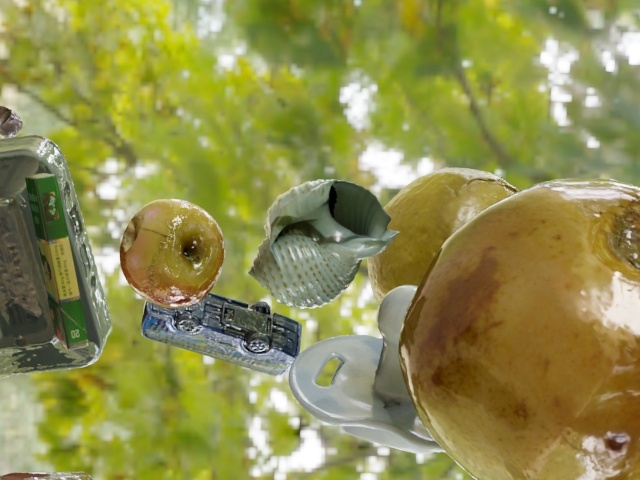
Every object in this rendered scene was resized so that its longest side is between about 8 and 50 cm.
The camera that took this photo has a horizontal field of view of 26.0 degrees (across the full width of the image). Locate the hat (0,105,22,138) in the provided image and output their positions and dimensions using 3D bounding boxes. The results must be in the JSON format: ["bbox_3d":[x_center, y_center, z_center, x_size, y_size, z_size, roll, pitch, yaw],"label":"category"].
[{"bbox_3d":[-0.533,-0.193,2.315,0.042,0.087,0.058,59,41,-38],"label":"hat"}]

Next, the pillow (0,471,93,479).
[{"bbox_3d":[-0.370,0.405,2.026,0.171,0.179,0.075,46,-72,31],"label":"pillow"}]

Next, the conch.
[{"bbox_3d":[-0.006,0.000,1.885,0.131,0.200,0.172,11,-59,66],"label":"conch"}]

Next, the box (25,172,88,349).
[{"bbox_3d":[-0.362,0.026,1.893,0.132,0.034,0.235,-168,-113,-71],"label":"box"}]

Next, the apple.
[{"bbox_3d":[-0.196,0.017,1.815,0.146,0.146,0.147,-178,-90,-80],"label":"apple"}]

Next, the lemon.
[{"bbox_3d":[0.203,0.025,2.085,0.293,0.293,0.293,-178,-90,-80],"label":"lemon"}]

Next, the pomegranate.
[{"bbox_3d":[0.295,0.126,1.623,0.416,0.416,0.417,-178,-90,-80],"label":"pomegranate"}]

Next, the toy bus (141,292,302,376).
[{"bbox_3d":[-0.147,0.129,2.012,0.079,0.236,0.094,-87,-159,-45],"label":"toy bus"}]

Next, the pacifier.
[{"bbox_3d":[0.112,0.157,1.856,0.244,0.299,0.233,-61,162,-53],"label":"pacifier"}]

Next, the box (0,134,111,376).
[{"bbox_3d":[-0.566,0.039,2.253,0.111,0.396,0.396,-78,158,-63],"label":"box"}]

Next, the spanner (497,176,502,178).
[{"bbox_3d":[0.248,-0.059,2.350,0.046,0.208,0.012,-13,-71,49],"label":"spanner"}]
